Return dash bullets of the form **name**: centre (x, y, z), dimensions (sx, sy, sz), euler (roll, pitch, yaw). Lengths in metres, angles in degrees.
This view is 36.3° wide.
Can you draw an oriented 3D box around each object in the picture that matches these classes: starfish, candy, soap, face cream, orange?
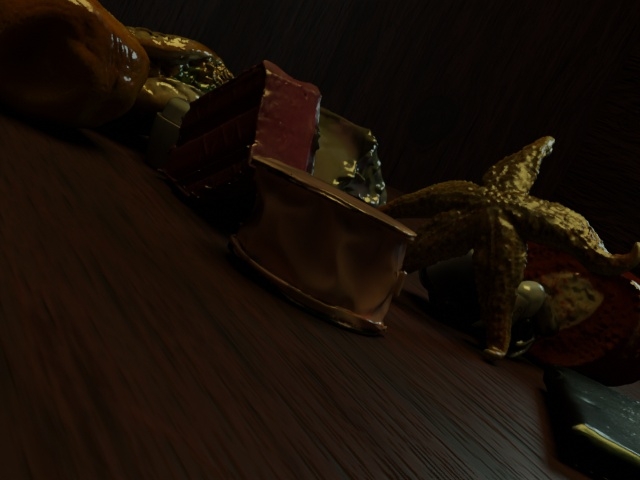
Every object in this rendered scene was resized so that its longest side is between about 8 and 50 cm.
- **starfish**: centre (0.225, -0.021, 1.250), dimensions (0.375, 0.327, 0.094), euler (23, -22, 35)
- **candy**: centre (-0.007, -0.100, 1.420), dimensions (0.195, 0.137, 0.184), euler (30, -22, 27)
- **soap**: centre (-0.112, -0.115, 1.239), dimensions (0.099, 0.162, 0.250), euler (17, -19, -34)
- **face cream**: centre (-0.187, -0.140, 1.391), dimensions (0.117, 0.104, 0.117), euler (25, 7, -3)
- **orange**: centre (-0.355, -0.248, 1.278), dimensions (0.249, 0.183, 0.249), euler (45, 2, -2)

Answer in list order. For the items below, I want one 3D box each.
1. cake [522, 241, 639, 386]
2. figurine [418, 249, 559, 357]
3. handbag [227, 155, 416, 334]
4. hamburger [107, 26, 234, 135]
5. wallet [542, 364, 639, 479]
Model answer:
- **cake**: centre (0.357, 0.096, 1.395), dimensions (0.151, 0.177, 0.283), euler (21, 15, -45)
- **figurine**: centre (0.210, 0.055, 1.328), dimensions (0.145, 0.145, 0.222), euler (20, 12, -43)
- **handbag**: centre (-0.001, 0.001, 1.031), dimensions (0.205, 0.116, 0.179), euler (30, 8, 26)
- **hamburger**: centre (-0.262, -0.234, 1.526), dimensions (0.286, 0.146, 0.243), euler (9, -6, -20)
- **wallet**: centre (0.319, 0.204, 1.020), dimensions (0.173, 0.045, 0.318), euler (25, 8, 6)
